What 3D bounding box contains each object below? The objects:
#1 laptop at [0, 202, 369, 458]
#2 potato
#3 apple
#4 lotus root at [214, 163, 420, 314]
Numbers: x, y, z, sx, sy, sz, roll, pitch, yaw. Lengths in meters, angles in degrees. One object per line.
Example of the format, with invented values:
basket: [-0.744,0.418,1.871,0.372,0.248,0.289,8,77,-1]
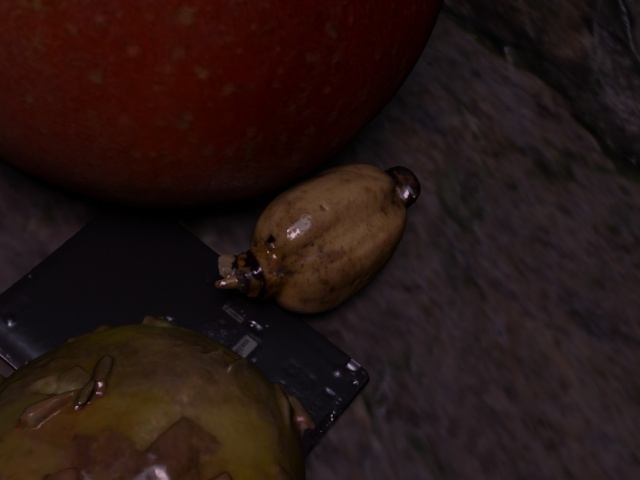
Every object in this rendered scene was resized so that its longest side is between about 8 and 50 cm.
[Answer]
laptop: [-0.078,0.059,0.565,0.180,0.016,0.129,36,53,11]
potato: [-0.104,0.160,0.406,0.176,0.141,0.298,14,52,12]
apple: [-0.087,-0.198,0.578,0.348,0.277,0.349,7,53,-10]
lotus root: [0.000,0.000,0.597,0.063,0.072,0.152,5,24,46]
